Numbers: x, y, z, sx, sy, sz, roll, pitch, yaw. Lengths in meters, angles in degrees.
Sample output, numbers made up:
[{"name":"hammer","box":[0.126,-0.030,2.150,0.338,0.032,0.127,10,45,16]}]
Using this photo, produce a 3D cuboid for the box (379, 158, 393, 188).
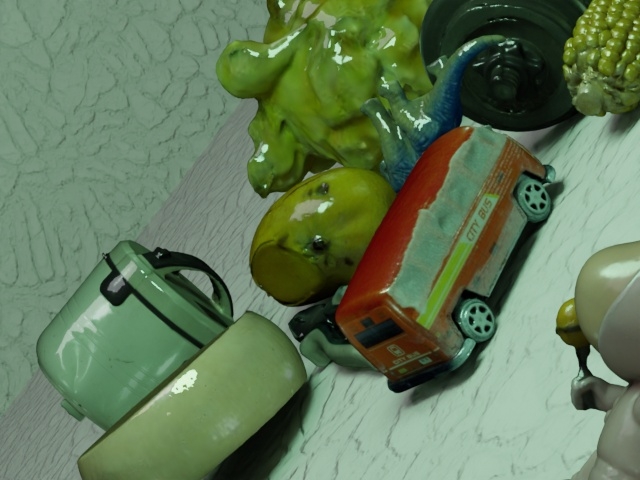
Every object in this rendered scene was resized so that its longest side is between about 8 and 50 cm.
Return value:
[{"name":"box","box":[0.119,-0.064,1.893,0.054,0.099,0.074,-40,7,-24]}]

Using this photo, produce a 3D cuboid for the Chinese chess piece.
[{"name":"Chinese chess piece","box":[-0.135,0.190,1.894,0.273,0.102,0.273,-41,1,1]}]

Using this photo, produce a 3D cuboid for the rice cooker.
[{"name":"rice cooker","box":[-0.218,0.126,2.247,0.244,0.226,0.226,-52,13,0]}]

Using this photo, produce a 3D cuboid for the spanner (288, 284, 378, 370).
[{"name":"spanner","box":[0.026,0.090,1.892,0.095,0.040,0.325,-54,15,-13]}]

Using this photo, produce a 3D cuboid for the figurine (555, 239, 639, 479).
[{"name":"figurine","box":[0.202,0.087,1.045,0.176,0.186,0.287,2,-63,-59]}]

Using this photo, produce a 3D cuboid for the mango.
[{"name":"mango","box":[0.000,0.000,2.028,0.167,0.130,0.262,-33,-3,-30]}]

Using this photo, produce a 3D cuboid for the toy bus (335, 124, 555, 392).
[{"name":"toy bus","box":[0.116,0.005,1.645,0.121,0.120,0.265,-30,25,53]}]

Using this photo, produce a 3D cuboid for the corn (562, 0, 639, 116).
[{"name":"corn","box":[0.316,-0.237,1.714,0.097,0.097,0.320,-33,20,53]}]

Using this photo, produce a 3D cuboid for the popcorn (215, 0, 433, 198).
[{"name":"popcorn","box":[0.049,-0.213,2.208,0.279,0.274,0.335,-8,45,29]}]

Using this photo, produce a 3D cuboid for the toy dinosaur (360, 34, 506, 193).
[{"name":"toy dinosaur","box":[0.123,-0.079,1.750,0.075,0.188,0.247,-18,-16,-48]}]

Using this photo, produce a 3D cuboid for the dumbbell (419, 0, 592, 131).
[{"name":"dumbbell","box":[0.209,-0.230,1.836,0.192,0.192,0.290,-40,17,37]}]
